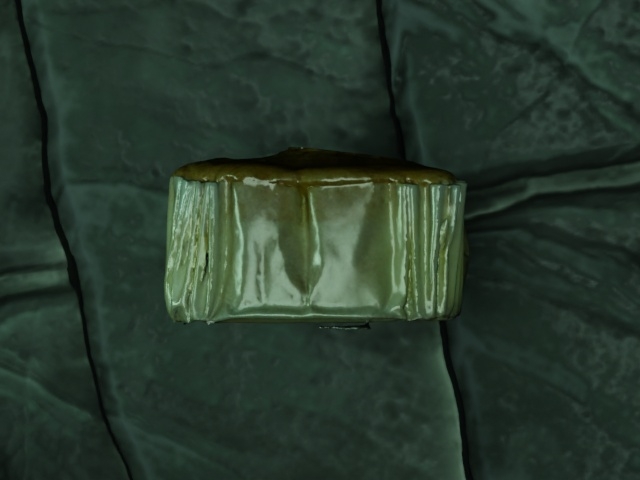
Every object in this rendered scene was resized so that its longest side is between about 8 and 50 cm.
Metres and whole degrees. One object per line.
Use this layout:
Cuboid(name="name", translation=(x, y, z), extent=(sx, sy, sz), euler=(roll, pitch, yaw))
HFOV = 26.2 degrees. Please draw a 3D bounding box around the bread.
Cuboid(name="bread", translation=(0.000, -0.001, 0.885), extent=(0.192, 0.210, 0.109), euler=(1, 89, 6))
